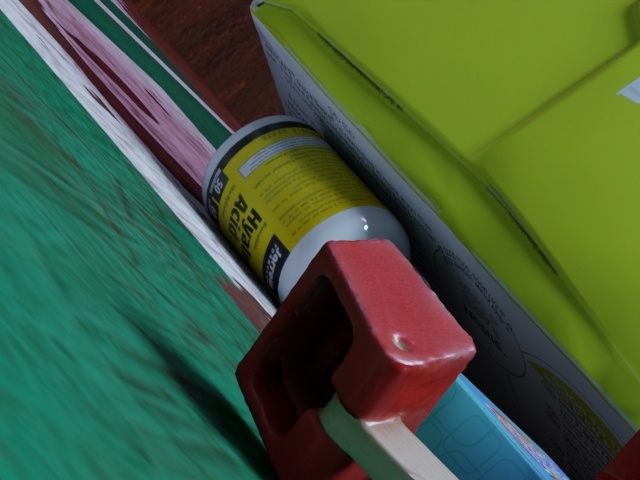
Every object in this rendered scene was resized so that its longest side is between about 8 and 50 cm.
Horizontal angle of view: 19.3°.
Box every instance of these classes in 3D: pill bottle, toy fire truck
[{"bbox_3d":[0.000,0.000,0.840,0.116,0.065,0.065,48,2,40],"label":"pill bottle"},{"bbox_3d":[0.079,0.082,0.446,0.135,0.047,0.192,4,40,-46],"label":"toy fire truck"}]

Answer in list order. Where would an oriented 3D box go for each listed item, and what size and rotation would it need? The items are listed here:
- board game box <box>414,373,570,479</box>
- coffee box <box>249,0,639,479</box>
[{"bbox_3d":[0.098,0.134,0.562,0.210,0.047,0.160,50,3,28],"label":"board game box"},{"bbox_3d":[0.220,-0.009,0.934,0.338,0.337,0.334,50,-11,33],"label":"coffee box"}]
